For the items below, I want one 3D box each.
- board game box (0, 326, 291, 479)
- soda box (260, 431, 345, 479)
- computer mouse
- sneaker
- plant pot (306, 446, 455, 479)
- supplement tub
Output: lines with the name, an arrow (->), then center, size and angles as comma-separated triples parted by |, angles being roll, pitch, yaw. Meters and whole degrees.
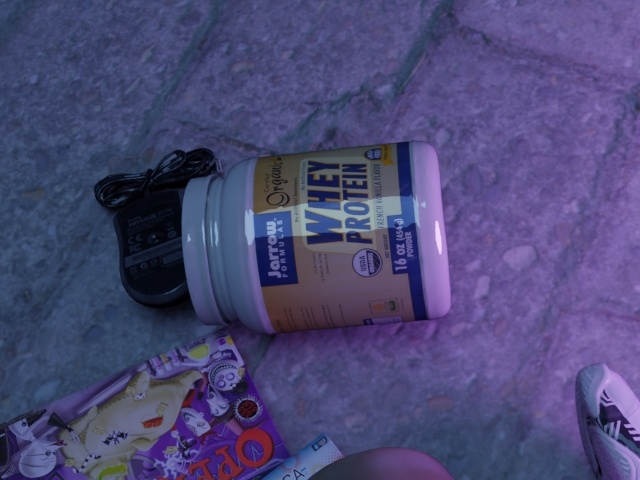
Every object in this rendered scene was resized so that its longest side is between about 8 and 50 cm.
board game box -> -0.233, 0.263, 1.298 | 0.347, 0.056, 0.208 | -23, 64, -14
soda box -> -0.046, 0.315, 1.259 | 0.183, 0.058, 0.063 | -35, 61, -11
computer mouse -> -0.215, -0.003, 1.463 | 0.188, 0.072, 0.272 | -17, 48, 3
sneaker -> 0.442, 0.275, 1.158 | 0.210, 0.137, 0.366 | -24, 65, -4
plant pot -> 0.082, 0.383, 1.085 | 0.323, 0.323, 0.280 | -19, 44, -1
supplement tub -> 0.000, 0.000, 1.328 | 0.316, 0.228, 0.228 | -6, 61, 6
